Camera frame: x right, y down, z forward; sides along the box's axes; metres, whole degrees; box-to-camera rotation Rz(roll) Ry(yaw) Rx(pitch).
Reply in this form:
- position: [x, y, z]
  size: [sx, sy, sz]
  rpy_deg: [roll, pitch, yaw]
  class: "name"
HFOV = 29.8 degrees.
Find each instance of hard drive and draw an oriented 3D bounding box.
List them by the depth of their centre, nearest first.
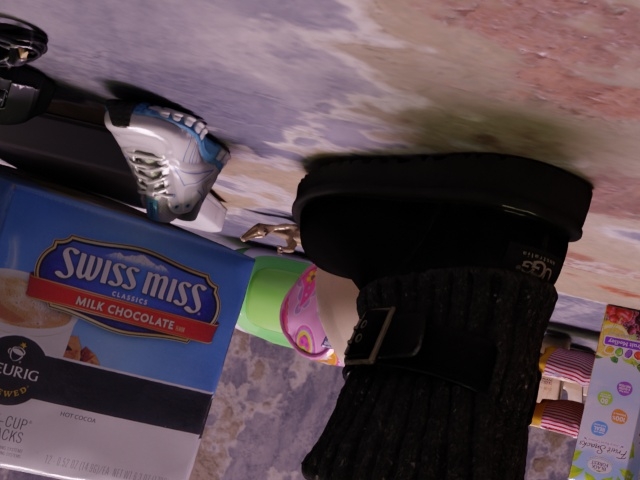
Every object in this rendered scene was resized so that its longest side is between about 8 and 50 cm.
- position: [-0.228, -0.072, 1.249]
  size: [0.203, 0.040, 0.307]
  rpy_deg: [14, 172, 10]
  class: "hard drive"

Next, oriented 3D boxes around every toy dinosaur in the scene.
- position: [0.000, 0.000, 1.368]
  size: [0.183, 0.053, 0.092]
  rpy_deg: [13, -170, 0]
  class: "toy dinosaur"

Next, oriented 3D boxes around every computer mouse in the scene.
- position: [-0.237, -0.120, 0.908]
  size: [0.071, 0.041, 0.242]
  rpy_deg: [17, 172, -13]
  class: "computer mouse"

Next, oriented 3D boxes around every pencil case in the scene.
- position: [0.088, 0.098, 1.471]
  size: [0.284, 0.124, 0.124]
  rpy_deg: [12, 176, -40]
  class: "pencil case"

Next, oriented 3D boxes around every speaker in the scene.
- position: [0.007, 0.093, 1.684]
  size: [0.297, 0.131, 0.131]
  rpy_deg: [12, 172, 21]
  class: "speaker"

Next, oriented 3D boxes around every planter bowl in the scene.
- position: [0.085, 0.063, 1.285]
  size: [0.109, 0.162, 0.162]
  rpy_deg: [-23, 152, 30]
  class: "planter bowl"

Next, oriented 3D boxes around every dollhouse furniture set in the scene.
- position: [0.413, 0.205, 1.804]
  size: [0.201, 0.152, 0.374]
  rpy_deg: [12, -171, 21]
  class: "dollhouse furniture set"

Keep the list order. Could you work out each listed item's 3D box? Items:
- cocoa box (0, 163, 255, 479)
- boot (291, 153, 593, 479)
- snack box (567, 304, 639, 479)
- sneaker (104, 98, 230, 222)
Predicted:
- position: [-0.251, 0.065, 1.132]
  size: [0.231, 0.227, 0.347]
  rpy_deg: [18, 180, -27]
  class: "cocoa box"
- position: [0.052, 0.075, 0.924]
  size: [0.131, 0.260, 0.348]
  rpy_deg: [18, 172, -23]
  class: "boot"
- position: [0.365, 0.196, 1.428]
  size: [0.070, 0.207, 0.174]
  rpy_deg: [11, 173, 27]
  class: "snack box"
- position: [-0.128, -0.059, 0.990]
  size: [0.071, 0.082, 0.191]
  rpy_deg: [14, 172, 19]
  class: "sneaker"
